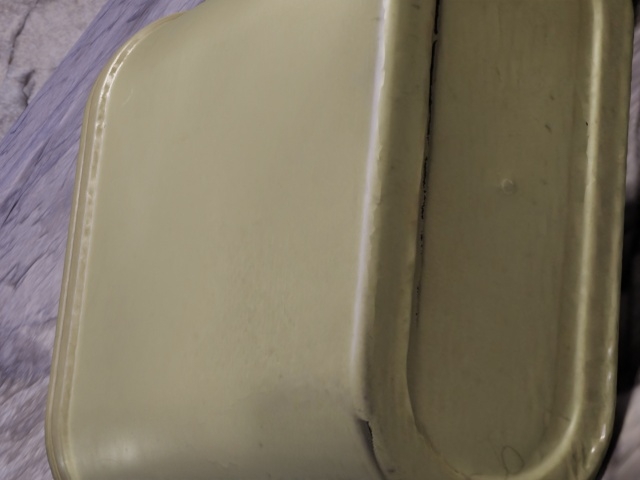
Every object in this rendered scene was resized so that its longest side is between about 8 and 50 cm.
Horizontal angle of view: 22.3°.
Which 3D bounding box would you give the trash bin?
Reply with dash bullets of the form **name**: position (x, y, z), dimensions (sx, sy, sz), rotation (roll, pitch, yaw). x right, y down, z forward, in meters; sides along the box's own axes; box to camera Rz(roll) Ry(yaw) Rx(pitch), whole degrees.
- **trash bin**: position (0.000, 0.000, 0.611), dimensions (0.247, 0.121, 0.243), rotation (-20, 62, 58)
